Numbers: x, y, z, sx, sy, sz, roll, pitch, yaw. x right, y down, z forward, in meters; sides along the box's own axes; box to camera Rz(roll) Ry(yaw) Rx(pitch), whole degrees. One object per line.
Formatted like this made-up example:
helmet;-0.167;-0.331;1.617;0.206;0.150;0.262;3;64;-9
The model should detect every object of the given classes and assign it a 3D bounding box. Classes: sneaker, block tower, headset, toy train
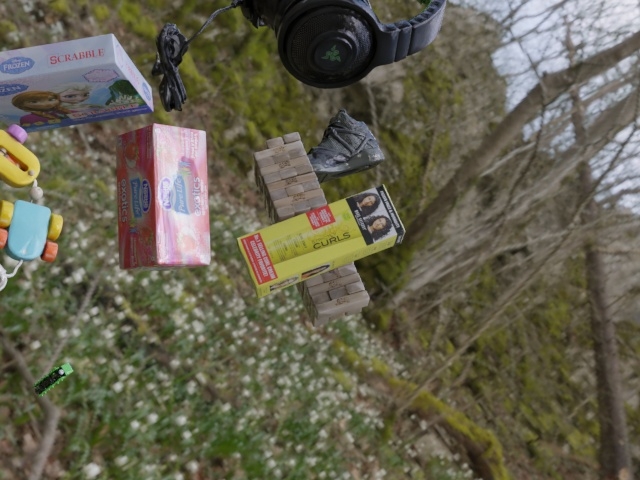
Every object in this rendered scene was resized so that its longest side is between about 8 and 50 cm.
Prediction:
sneaker;0.010;-0.191;1.820;0.130;0.227;0.087;69;-20;9
block tower;-0.024;-0.015;1.487;0.097;0.091;0.335;93;-23;-61
headset;-0.026;-0.280;1.148;0.243;0.394;0.185;54;-29;36
toy train;-0.307;0.160;1.011;0.083;0.023;0.017;-35;-94;47
toy train;-0.308;-0.038;0.790;0.046;0.125;0.166;-15;-77;53

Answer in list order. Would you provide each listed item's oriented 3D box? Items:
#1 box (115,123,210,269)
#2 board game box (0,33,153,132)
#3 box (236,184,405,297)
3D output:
box;-0.341;-0.087;1.907;0.154;0.142;0.300;-7;-97;44
board game box;-0.543;-0.319;1.845;0.318;0.318;0.066;70;11;-80
box;0.000;0.000;1.286;0.058;0.232;0.087;95;-26;-71
